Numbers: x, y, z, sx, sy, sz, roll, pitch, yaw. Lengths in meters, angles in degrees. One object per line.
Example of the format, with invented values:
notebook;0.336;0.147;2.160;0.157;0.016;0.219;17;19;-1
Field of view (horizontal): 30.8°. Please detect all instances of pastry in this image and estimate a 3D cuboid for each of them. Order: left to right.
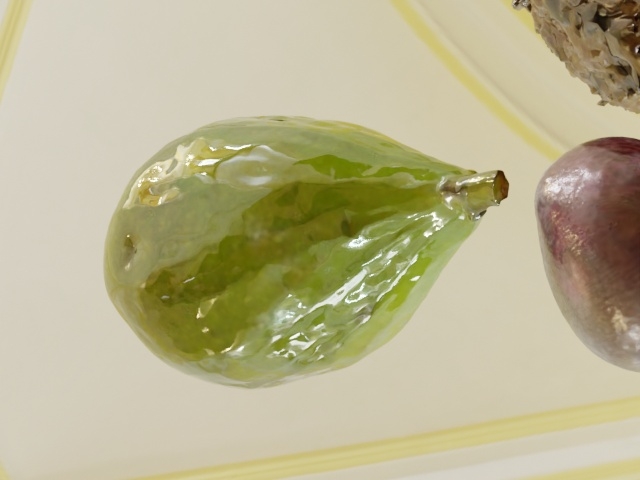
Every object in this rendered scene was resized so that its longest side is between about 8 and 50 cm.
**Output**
pastry;0.275;-0.236;0.981;0.193;0.275;0.275;-37;-94;-4

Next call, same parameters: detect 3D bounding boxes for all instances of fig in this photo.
fig;-0.007;0.020;0.898;0.314;0.233;0.233;17;-125;32

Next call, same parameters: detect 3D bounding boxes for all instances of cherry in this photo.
cherry;0.230;0.002;0.843;0.176;0.140;0.176;47;-146;-46
